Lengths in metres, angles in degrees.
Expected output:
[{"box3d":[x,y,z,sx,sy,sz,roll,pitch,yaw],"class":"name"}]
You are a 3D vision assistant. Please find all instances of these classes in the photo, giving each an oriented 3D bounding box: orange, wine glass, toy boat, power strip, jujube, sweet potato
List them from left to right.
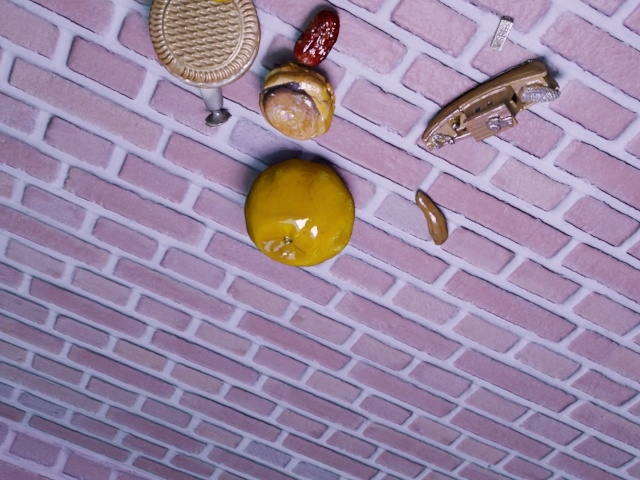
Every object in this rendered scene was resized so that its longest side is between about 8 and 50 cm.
[{"box3d":[-0.256,-0.345,1.859,0.072,0.072,0.155,0,132,11],"class":"wine glass"},{"box3d":[-0.053,-0.062,1.958,0.279,0.235,0.279,4,120,7],"class":"orange"},{"box3d":[-0.005,-0.439,1.728,0.077,0.077,0.129,27,120,-13],"class":"jujube"},{"box3d":[0.289,-0.054,2.027,0.053,0.054,0.182,-19,124,15],"class":"sweet potato"},{"box3d":[0.368,-0.283,1.761,0.321,0.121,0.089,-25,128,29],"class":"toy boat"},{"box3d":[0.383,-0.435,1.689,0.027,0.017,0.083,16,131,-1],"class":"power strip"}]

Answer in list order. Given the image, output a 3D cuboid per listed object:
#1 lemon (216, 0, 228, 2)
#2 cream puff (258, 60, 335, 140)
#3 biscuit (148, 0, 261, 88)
[{"box3d":[-0.204,-0.588,1.493,0.254,0.253,0.310,-9,160,19],"class":"lemon"},{"box3d":[-0.051,-0.321,1.802,0.189,0.129,0.189,14,140,12],"class":"cream puff"},{"box3d":[-0.250,-0.453,1.713,0.259,0.079,0.259,2,110,5],"class":"biscuit"}]
